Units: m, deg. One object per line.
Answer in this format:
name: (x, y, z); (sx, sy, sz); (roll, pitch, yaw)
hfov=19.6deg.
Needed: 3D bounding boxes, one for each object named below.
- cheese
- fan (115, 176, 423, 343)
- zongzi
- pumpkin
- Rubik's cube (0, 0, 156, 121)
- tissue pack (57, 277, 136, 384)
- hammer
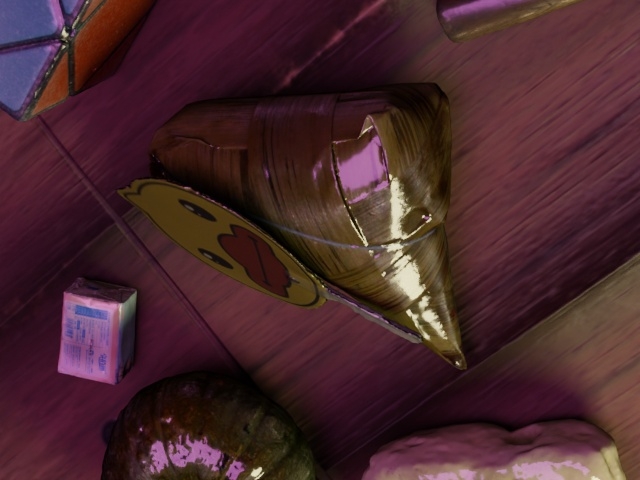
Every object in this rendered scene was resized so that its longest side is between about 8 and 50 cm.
cheese: (0.169, 0.259, 1.800); (0.263, 0.093, 0.159); (-5, 103, 21)
fan: (-0.051, 0.021, 1.752); (0.335, 0.229, 0.011); (27, 74, 15)
zongzi: (0.000, 0.000, 1.772); (0.286, 0.138, 0.300); (-2, 120, 26)
pumpkin: (-0.114, 0.240, 1.858); (0.224, 0.157, 0.223); (3, 113, 8)
Rubik's cube: (-0.270, -0.266, 1.733); (0.205, 0.207, 0.205); (36, 117, 6)
tissue pack: (-0.229, 0.092, 1.907); (0.074, 0.059, 0.094); (12, 110, 13)
hammer: (0.308, -0.262, 1.623); (0.440, 0.044, 0.168); (-15, 99, 23)
